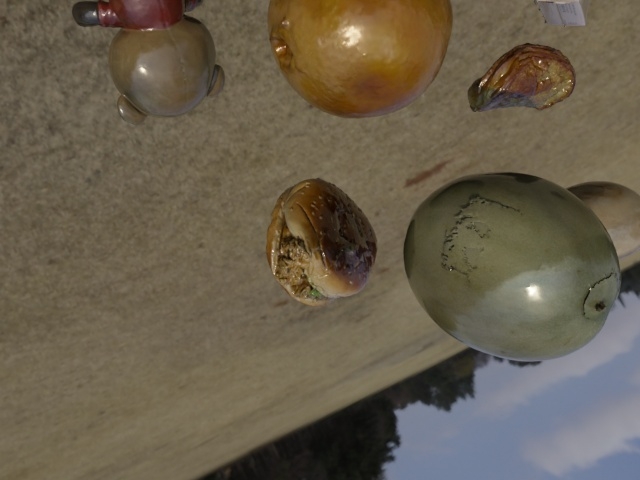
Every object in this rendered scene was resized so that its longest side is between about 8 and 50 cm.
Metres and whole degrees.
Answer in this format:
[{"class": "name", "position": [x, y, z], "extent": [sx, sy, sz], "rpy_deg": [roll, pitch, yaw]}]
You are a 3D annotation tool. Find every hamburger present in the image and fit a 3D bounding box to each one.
[{"class": "hamburger", "position": [0.000, 0.000, 1.313], "extent": [0.146, 0.243, 0.286], "rpy_deg": [-20, 173, 34]}]

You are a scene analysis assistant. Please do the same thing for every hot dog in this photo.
[{"class": "hot dog", "position": [0.431, -0.353, 1.499], "extent": [0.258, 0.114, 0.175], "rpy_deg": [-7, 168, -32]}]

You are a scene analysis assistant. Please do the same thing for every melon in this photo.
[{"class": "melon", "position": [0.273, 0.035, 0.993], "extent": [0.268, 0.330, 0.269], "rpy_deg": [-17, 122, -30]}]

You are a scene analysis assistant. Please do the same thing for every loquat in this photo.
[{"class": "loquat", "position": [0.068, -0.375, 1.205], "extent": [0.328, 0.329, 0.328], "rpy_deg": [-27, 168, -6]}]

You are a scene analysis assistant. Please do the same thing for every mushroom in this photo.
[{"class": "mushroom", "position": [0.513, 0.002, 1.280], "extent": [0.207, 0.215, 0.207], "rpy_deg": [-13, -161, 5]}]

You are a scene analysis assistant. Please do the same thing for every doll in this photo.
[{"class": "doll", "position": [-0.283, -0.376, 1.179], "extent": [0.235, 0.330, 0.174], "rpy_deg": [-29, -148, -32]}]

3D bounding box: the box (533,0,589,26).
[{"class": "box", "position": [0.567, -0.637, 1.550], "extent": [0.106, 0.252, 0.203], "rpy_deg": [11, -175, 26]}]
